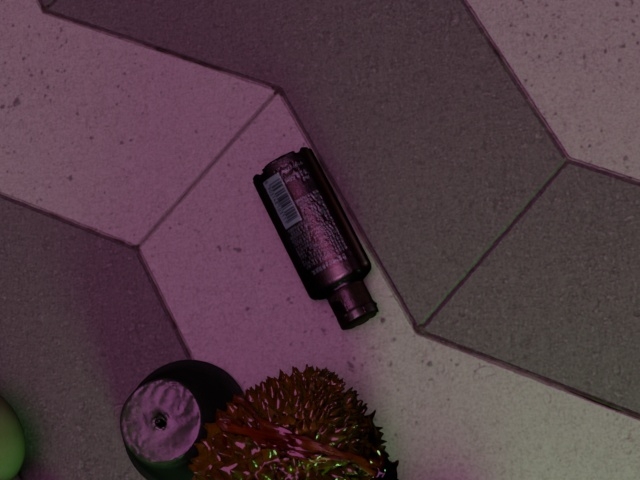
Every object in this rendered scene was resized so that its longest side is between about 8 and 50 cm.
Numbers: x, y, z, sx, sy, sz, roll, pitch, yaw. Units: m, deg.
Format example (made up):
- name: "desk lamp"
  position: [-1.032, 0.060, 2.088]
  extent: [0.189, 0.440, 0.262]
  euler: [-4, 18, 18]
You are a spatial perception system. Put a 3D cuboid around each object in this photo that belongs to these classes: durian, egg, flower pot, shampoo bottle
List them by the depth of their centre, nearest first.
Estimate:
- name: "durian"
  position: [-0.038, 0.384, 1.658]
  extent: [0.348, 0.347, 0.384]
  euler: [-2, 60, 11]
- name: "flower pot"
  position: [-0.249, 0.312, 1.805]
  extent: [0.235, 0.148, 0.235]
  euler: [-2, 77, 10]
- name: "egg"
  position: [-0.647, 0.345, 1.841]
  extent: [0.269, 0.219, 0.219]
  euler: [20, 81, -1]
- name: "shampoo bottle"
  position: [0.000, 0.000, 1.864]
  extent: [0.129, 0.084, 0.323]
  euler: [-30, 73, 7]
